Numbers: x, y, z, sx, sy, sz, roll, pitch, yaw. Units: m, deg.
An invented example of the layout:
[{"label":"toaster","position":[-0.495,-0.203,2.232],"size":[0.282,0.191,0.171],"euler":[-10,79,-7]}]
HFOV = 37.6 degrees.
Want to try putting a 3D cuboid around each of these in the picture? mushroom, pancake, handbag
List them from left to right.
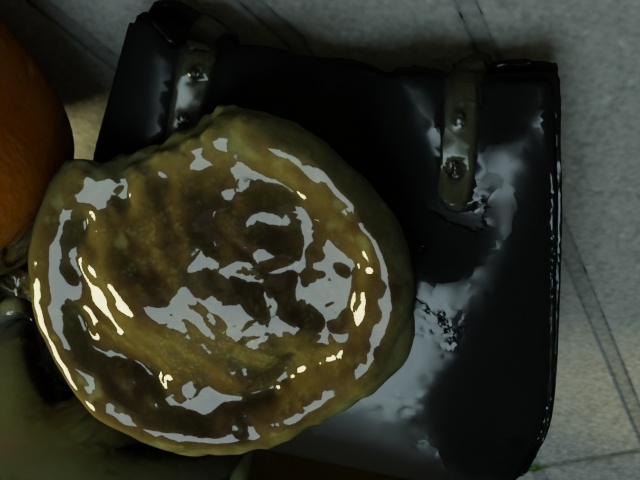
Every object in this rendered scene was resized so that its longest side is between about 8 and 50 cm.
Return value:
[{"label":"mushroom","position":[-0.179,0.180,0.749],"size":[0.267,0.189,0.164],"euler":[13,140,16]},{"label":"pancake","position":[-0.064,0.032,0.543],"size":[0.236,0.042,0.222],"euler":[2,109,11]},{"label":"handbag","position":[0.000,0.000,0.610],"size":[0.342,0.152,0.288],"euler":[11,124,5]}]

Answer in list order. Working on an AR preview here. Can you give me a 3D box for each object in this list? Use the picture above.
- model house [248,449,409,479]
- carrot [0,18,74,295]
[{"label":"model house","position":[-0.037,0.273,0.895],"size":[0.239,0.173,0.268],"euler":[21,136,-7]},{"label":"carrot","position":[-0.267,-0.064,0.569],"size":[0.193,0.214,0.331],"euler":[39,171,50]}]
